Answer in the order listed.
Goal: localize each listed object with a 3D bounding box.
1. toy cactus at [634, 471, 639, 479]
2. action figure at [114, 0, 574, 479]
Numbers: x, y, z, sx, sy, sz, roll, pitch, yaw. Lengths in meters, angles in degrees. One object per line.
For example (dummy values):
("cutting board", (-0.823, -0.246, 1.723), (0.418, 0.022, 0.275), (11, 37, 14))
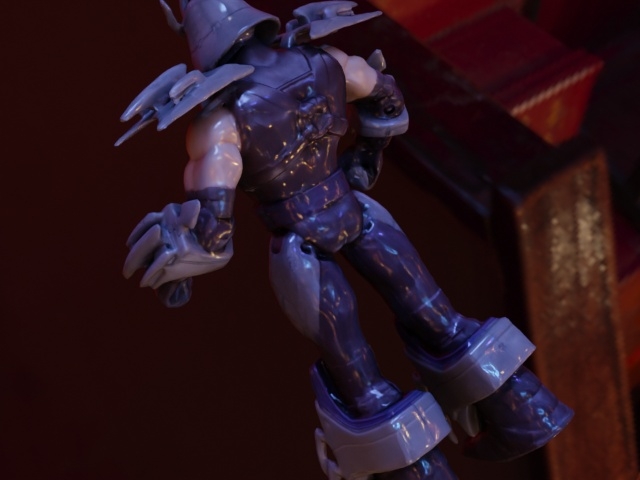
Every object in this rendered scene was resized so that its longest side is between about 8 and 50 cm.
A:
("toy cactus", (0.234, 0.198, 0.704), (0.219, 0.112, 0.180), (-19, -158, 32))
("action figure", (0.000, 0.000, 0.634), (0.185, 0.285, 0.099), (-33, -172, -31))
